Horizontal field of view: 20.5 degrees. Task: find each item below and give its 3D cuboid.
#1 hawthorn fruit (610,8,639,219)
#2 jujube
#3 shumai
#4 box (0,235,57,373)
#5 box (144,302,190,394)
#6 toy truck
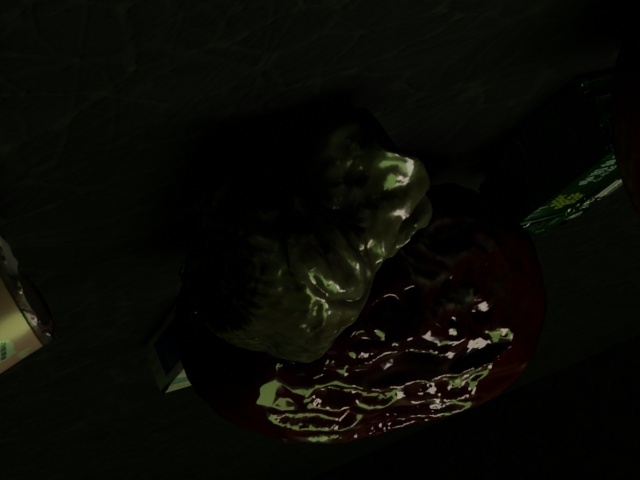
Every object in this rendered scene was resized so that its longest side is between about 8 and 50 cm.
[{"bbox_3d":[0.381,-0.064,1.451,0.287,0.330,0.287,-3,176,0],"label":"hawthorn fruit"},{"bbox_3d":[0.045,0.060,1.669,0.376,0.258,0.258,-2,158,-41],"label":"jujube"},{"bbox_3d":[0.002,0.002,1.444,0.185,0.184,0.218,-14,152,-20],"label":"shumai"},{"bbox_3d":[-0.280,0.051,1.314,0.135,0.151,0.151,-29,168,-7],"label":"box"},{"bbox_3d":[-0.014,0.076,2.004,0.343,0.065,0.200,-15,167,-23],"label":"box"},{"bbox_3d":[0.248,-0.080,1.731,0.121,0.088,0.259,-15,165,-29],"label":"toy truck"}]
